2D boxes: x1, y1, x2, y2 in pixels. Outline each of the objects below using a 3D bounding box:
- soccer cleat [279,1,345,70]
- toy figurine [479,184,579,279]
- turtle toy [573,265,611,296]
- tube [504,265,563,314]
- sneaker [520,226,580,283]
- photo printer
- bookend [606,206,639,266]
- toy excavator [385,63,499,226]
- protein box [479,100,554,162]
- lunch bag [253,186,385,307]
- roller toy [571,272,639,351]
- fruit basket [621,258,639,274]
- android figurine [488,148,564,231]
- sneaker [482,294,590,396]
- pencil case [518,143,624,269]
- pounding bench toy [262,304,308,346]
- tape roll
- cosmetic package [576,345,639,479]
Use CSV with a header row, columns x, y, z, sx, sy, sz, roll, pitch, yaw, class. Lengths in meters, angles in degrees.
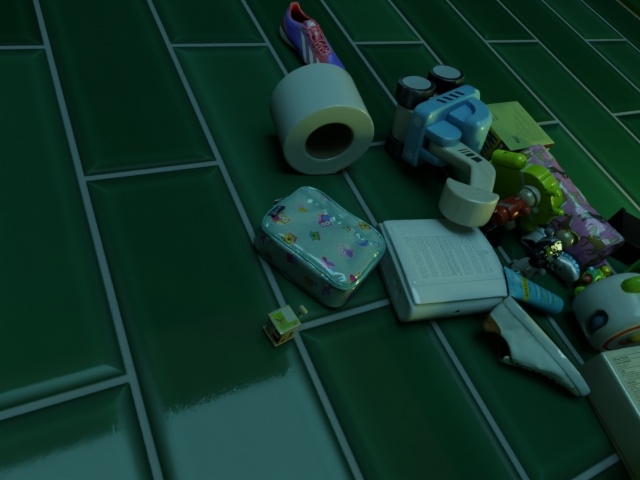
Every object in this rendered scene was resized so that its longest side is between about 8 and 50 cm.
x,y,z,sx,sy,sz,roll,pitch,yaw,class
-0.024,-0.652,1.677,0.108,0.116,0.318,-24,64,-33,soccer cleat
0.525,-0.011,1.311,0.148,0.213,0.210,-31,68,-17,toy figurine
0.725,0.122,1.369,0.066,0.095,0.130,23,47,25,turtle toy
0.521,0.132,1.257,0.207,0.052,0.080,23,48,-31,tube
0.626,0.050,1.405,0.082,0.071,0.191,-19,54,-22,sneaker
0.301,0.064,1.244,0.307,0.107,0.256,-3,56,-22,photo printer
0.962,0.004,1.547,0.156,0.072,0.157,28,49,2,bookend
0.366,-0.261,1.385,0.432,0.222,0.445,-30,54,-33,toy excavator
0.579,-0.320,1.621,0.201,0.136,0.200,-13,60,-28,protein box
0.000,0.000,1.187,0.279,0.108,0.224,38,51,11,lunch bag
0.741,0.185,1.253,0.209,0.191,0.146,35,34,-46,roller toy
1.033,0.149,1.325,0.391,0.283,0.392,2,72,-6,fruit basket
0.546,-0.135,1.392,0.056,0.248,0.273,-34,33,-14,android figurine
0.491,0.266,1.182,0.290,0.123,0.106,46,13,-2,sneaker
0.683,-0.094,1.459,0.167,0.160,0.386,-8,58,-39,pencil case
-0.069,0.173,1.057,0.083,0.065,0.052,-22,63,-32,pounding bench toy
0.001,-0.316,1.344,0.246,0.246,0.169,-4,56,-22,tape roll
0.728,0.402,1.131,0.160,0.113,0.310,-3,54,-21,cosmetic package
